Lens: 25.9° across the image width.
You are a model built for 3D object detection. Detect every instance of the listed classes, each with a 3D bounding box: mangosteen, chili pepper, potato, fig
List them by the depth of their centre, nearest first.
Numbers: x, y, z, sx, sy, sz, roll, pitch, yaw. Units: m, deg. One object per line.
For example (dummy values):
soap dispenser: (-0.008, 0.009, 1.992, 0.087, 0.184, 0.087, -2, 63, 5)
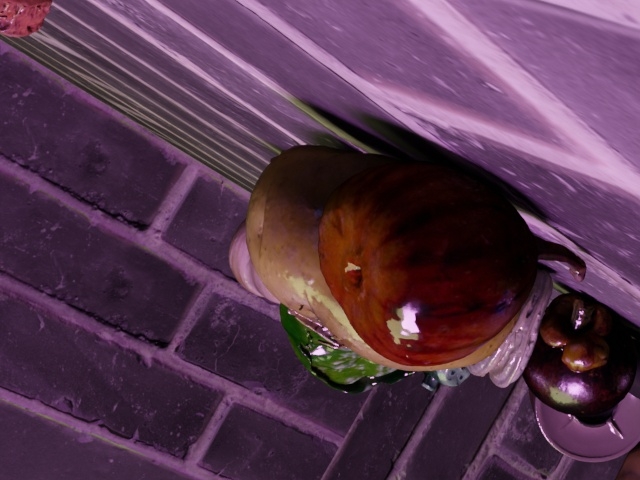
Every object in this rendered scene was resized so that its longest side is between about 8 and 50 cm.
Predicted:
fig: (0.098, 0.014, 1.027, 0.202, 0.148, 0.149, -5, -148, 8)
potato: (0.051, 0.018, 1.176, 0.248, 0.169, 0.143, 28, 169, 0)
mangosteen: (0.267, 0.112, 1.445, 0.140, 0.140, 0.140, 30, 178, 1)
chili pepper: (0.054, 0.023, 1.454, 0.385, 0.213, 0.167, 88, 168, -66)

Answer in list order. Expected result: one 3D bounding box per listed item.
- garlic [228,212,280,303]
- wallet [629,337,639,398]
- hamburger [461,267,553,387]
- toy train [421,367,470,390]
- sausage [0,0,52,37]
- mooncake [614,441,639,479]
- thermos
garlic: (0.002, 0.001, 1.730, 0.227, 0.152, 0.228, 2, -164, -1)
wallet: (0.477, 0.208, 1.459, 0.228, 0.062, 0.406, 31, 177, -42)
hamburger: (0.187, 0.080, 1.405, 0.062, 0.133, 0.140, 22, -173, 0)
toy train: (0.140, 0.117, 2.176, 0.298, 0.194, 0.120, 27, 176, 42)
sausage: (-0.323, -0.249, 1.244, 0.087, 0.079, 0.326, 29, 180, 20)
mooncake: (0.495, 0.354, 1.712, 0.290, 0.290, 0.161, 31, 170, -32)
thermos: (0.351, 0.188, 1.814, 0.176, 0.146, 0.265, 21, -173, 1)
